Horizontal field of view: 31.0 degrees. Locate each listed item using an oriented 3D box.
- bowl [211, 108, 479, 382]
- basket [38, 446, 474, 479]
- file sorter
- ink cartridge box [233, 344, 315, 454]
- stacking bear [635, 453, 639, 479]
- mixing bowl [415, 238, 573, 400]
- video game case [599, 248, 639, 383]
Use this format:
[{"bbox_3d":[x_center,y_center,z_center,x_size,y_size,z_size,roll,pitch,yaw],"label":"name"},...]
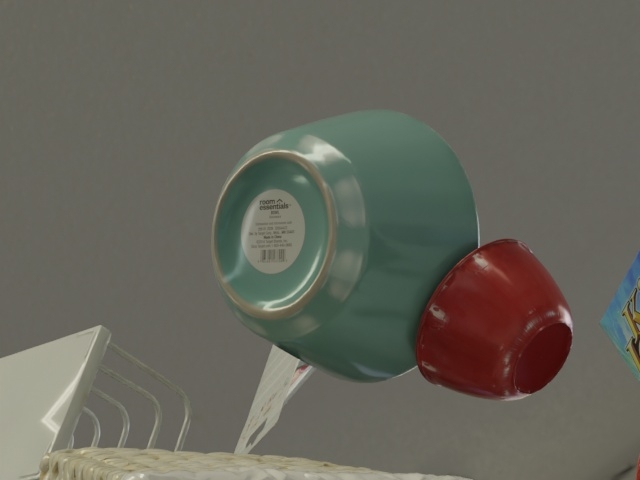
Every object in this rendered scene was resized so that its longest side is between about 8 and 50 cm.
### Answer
[{"bbox_3d":[0.000,0.000,1.250,0.163,0.311,0.311,6,-46,-50],"label":"bowl"},{"bbox_3d":[-0.068,0.345,0.984,0.331,0.328,0.266,8,-5,-28],"label":"basket"},{"bbox_3d":[-0.315,0.250,1.394,0.278,0.192,0.173,-19,-47,41],"label":"file sorter"},{"bbox_3d":[-0.038,0.188,1.512,0.066,0.232,0.189,23,-40,-12],"label":"ink cartridge box"},{"bbox_3d":[0.540,0.340,1.373,0.175,0.289,0.164,6,-90,-55],"label":"stacking bear"},{"bbox_3d":[0.198,0.100,1.209,0.181,0.098,0.181,-22,-50,-30],"label":"mixing bowl"},{"bbox_3d":[0.338,0.064,0.878,0.061,0.244,0.269,-7,-42,-21],"label":"video game case"}]
